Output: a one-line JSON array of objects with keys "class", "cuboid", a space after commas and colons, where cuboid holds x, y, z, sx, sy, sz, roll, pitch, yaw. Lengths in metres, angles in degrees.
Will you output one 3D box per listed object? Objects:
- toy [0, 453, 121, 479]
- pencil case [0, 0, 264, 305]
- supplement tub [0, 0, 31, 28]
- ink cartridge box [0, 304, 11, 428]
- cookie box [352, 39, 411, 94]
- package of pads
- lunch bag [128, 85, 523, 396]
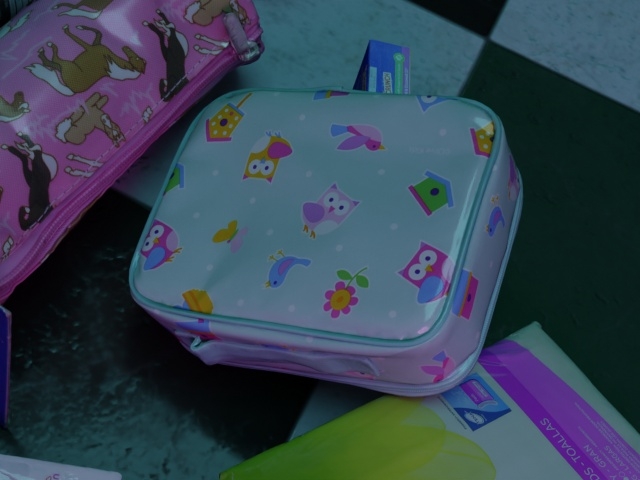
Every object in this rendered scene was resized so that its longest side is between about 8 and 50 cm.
[{"class": "toy", "cuboid": [-0.264, 0.211, 0.695, 0.237, 0.056, 0.137, 8, 60, 0]}, {"class": "pencil case", "cuboid": [-0.208, -0.107, 0.833, 0.386, 0.167, 0.160, -49, 118, -29]}, {"class": "supplement tub", "cuboid": [-0.296, -0.243, 0.917, 0.198, 0.106, 0.106, -31, 71, -26]}, {"class": "ink cartridge box", "cuboid": [-0.377, 0.005, 0.716, 0.371, 0.176, 0.069, 33, 52, 7]}, {"class": "cookie box", "cuboid": [0.048, -0.107, 0.914, 0.040, 0.107, 0.092, 9, 60, -7]}, {"class": "package of pads", "cuboid": [0.107, 0.211, 0.726, 0.296, 0.101, 0.229, -22, 53, -23]}, {"class": "lunch bag", "cuboid": [0.000, 0.000, 0.784, 0.279, 0.108, 0.224, 6, 67, 28]}]
